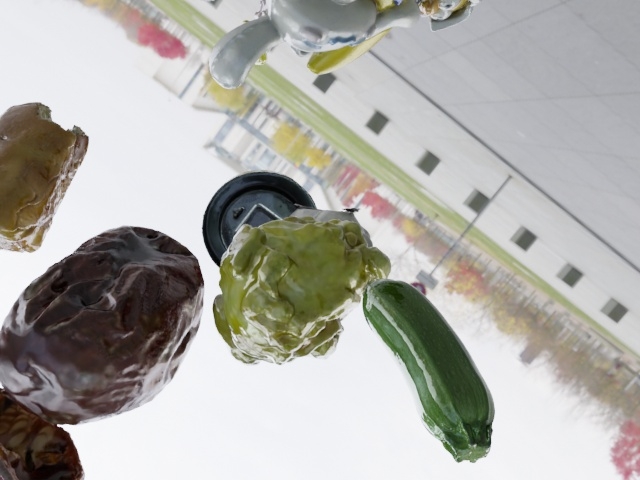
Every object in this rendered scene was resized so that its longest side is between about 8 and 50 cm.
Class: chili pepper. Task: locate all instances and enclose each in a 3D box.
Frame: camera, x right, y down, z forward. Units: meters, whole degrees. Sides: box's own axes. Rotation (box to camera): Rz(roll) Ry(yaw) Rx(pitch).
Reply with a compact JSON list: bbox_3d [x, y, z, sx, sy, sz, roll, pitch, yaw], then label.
[{"bbox_3d":[-0.526,0.390,0.956,0.229,0.305,0.251,19,-146,-58],"label":"chili pepper"}]

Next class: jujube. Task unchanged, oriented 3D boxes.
[{"bbox_3d":[-0.347,0.132,0.978,0.276,0.276,0.377,36,-146,-11],"label":"jujube"}]

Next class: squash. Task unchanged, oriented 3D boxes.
[{"bbox_3d":[0.109,0.119,0.598,0.068,0.077,0.219,89,161,-46],"label":"squash"}]

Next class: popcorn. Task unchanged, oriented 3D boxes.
[{"bbox_3d":[-0.032,0.073,0.904,0.242,0.250,0.234,-19,91,62],"label":"popcorn"}]

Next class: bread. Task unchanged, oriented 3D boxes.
[{"bbox_3d":[-0.623,-0.138,1.211,0.195,0.344,0.148,7,148,2],"label":"bread"}]

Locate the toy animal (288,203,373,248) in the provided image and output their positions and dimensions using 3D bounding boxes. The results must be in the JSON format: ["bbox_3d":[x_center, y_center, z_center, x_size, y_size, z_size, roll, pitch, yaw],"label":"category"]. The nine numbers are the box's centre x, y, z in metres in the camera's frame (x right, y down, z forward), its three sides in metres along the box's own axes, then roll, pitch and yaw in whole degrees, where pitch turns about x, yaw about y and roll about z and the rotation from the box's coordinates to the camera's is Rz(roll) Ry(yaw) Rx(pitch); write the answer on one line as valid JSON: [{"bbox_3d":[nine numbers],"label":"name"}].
[{"bbox_3d":[0.006,0.000,1.255,0.209,0.154,0.325,4,-179,1],"label":"toy animal"}]

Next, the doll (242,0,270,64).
[{"bbox_3d":[-0.082,-0.376,0.999,0.081,0.207,0.129,40,180,-32],"label":"doll"}]

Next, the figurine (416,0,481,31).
[{"bbox_3d":[0.148,-0.429,0.930,0.236,0.133,0.176,8,171,-11],"label":"figurine"}]

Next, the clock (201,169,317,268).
[{"bbox_3d":[-0.154,-0.034,1.546,0.313,0.312,0.061,35,-170,-16],"label":"clock"}]

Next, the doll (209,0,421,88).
[{"bbox_3d":[0.017,-0.270,0.655,0.252,0.237,0.111,-19,-108,-35],"label":"doll"}]
